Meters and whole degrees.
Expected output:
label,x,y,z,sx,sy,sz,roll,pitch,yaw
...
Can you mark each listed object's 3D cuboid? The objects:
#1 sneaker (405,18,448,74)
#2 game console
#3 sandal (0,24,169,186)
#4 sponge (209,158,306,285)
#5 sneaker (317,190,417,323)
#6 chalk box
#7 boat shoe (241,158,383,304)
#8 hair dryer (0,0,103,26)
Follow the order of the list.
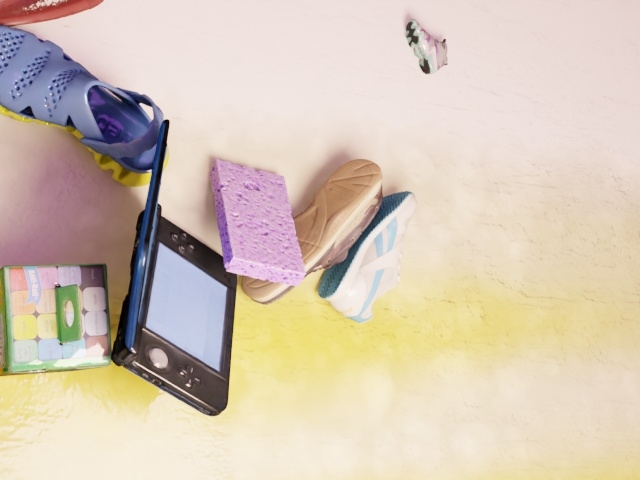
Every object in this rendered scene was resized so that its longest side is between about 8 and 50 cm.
label,x,y,z,sx,sy,sz,roll,pitch,yaw
sneaker,0.188,-0.338,1.786,0.069,0.038,0.098,-30,105,-30
game console,-0.168,0.034,1.365,0.250,0.173,0.293,36,32,-27
sandal,-0.330,-0.196,1.427,0.317,0.138,0.126,29,71,-19
sponge,-0.093,-0.028,1.517,0.117,0.031,0.210,14,39,-27
sneaker,0.088,0.021,1.645,0.092,0.087,0.229,42,71,-24
chalk box,-0.345,0.100,1.319,0.132,0.213,0.133,-1,81,-28
boat shoe,0.000,0.000,1.589,0.285,0.102,0.092,-49,138,-18
hair dryer,-0.369,-0.409,1.429,0.223,0.080,0.294,29,95,-41
